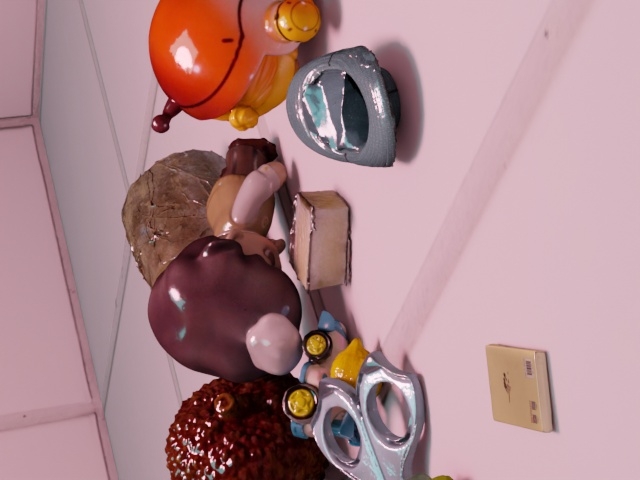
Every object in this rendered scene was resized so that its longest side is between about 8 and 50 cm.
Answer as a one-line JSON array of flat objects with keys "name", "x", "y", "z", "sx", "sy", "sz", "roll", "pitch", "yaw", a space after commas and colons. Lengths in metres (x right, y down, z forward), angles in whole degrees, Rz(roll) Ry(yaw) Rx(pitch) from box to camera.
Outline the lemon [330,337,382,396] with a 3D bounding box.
[{"name": "lemon", "x": 0.045, "y": 0.165, "z": 1.790, "sx": 0.065, "sy": 0.065, "sz": 0.092, "roll": -161, "pitch": 64, "yaw": -70}]

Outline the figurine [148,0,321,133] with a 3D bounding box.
[{"name": "figurine", "x": -0.117, "y": -0.291, "z": 1.874, "sx": 0.320, "sy": 0.196, "sz": 0.323, "roll": 35, "pitch": 121, "yaw": 58}]

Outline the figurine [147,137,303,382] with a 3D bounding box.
[{"name": "figurine", "x": -0.100, "y": 0.037, "z": 2.003, "sx": 0.218, "sy": 0.206, "sz": 0.365, "roll": -49, "pitch": 13, "yaw": 46}]

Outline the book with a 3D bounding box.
[{"name": "book", "x": 0.190, "y": 0.140, "z": 1.402, "sx": 0.111, "sy": 0.014, "sz": 0.077, "roll": 179, "pitch": 85, "yaw": -72}]

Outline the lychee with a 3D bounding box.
[{"name": "lychee", "x": -0.096, "y": 0.299, "z": 2.029, "sx": 0.271, "sy": 0.236, "sz": 0.236, "roll": 75, "pitch": 174, "yaw": -53}]

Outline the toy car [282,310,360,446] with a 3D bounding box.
[{"name": "toy car", "x": 0.021, "y": 0.182, "z": 1.871, "sx": 0.126, "sy": 0.098, "sz": 0.161, "roll": 65, "pitch": -138, "yaw": -72}]

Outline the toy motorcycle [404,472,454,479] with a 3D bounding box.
[{"name": "toy motorcycle", "x": 0.035, "y": 0.396, "z": 1.587, "sx": 0.191, "sy": 0.326, "sz": 0.200, "roll": 43, "pitch": 162, "yaw": 33}]

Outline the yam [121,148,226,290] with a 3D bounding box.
[{"name": "yam", "x": -0.198, "y": 0.007, "z": 2.287, "sx": 0.271, "sy": 0.201, "sz": 0.202, "roll": -126, "pitch": 31, "yaw": -43}]

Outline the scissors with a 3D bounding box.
[{"name": "scissors", "x": 0.091, "y": 0.314, "z": 1.699, "sx": 0.191, "sy": 0.029, "sz": 0.360, "roll": -31, "pitch": 73, "yaw": 44}]

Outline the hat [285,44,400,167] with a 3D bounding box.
[{"name": "hat", "x": 0.044, "y": -0.153, "z": 1.643, "sx": 0.191, "sy": 0.078, "sz": 0.138, "roll": 10, "pitch": 116, "yaw": 52}]

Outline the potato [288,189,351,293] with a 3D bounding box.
[{"name": "potato", "x": 0.000, "y": -0.002, "z": 1.860, "sx": 0.086, "sy": 0.061, "sz": 0.122, "roll": -128, "pitch": 36, "yaw": -58}]
